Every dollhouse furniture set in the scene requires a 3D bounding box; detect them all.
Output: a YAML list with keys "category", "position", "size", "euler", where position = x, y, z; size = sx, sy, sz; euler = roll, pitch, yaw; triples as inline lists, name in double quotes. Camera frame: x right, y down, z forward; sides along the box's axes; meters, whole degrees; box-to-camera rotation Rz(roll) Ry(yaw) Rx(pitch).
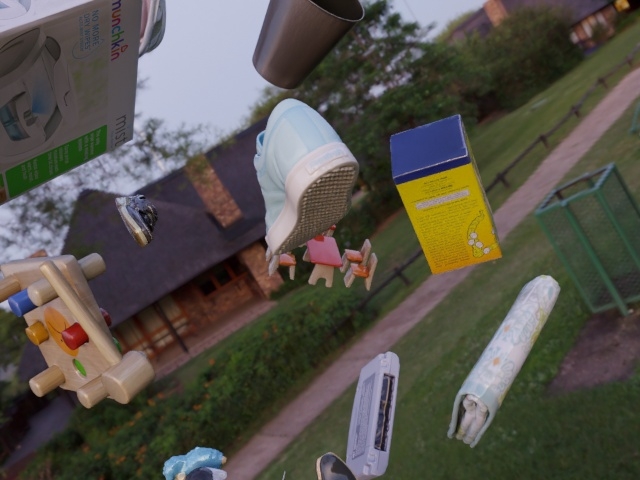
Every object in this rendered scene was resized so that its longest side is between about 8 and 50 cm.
- category: "dollhouse furniture set"
  position: [0.000, 0.000, 1.860]
  size: [0.262, 0.135, 0.259]
  euler: [9, 26, -14]

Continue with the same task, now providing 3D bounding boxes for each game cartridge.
- category: "game cartridge"
  position: [0.123, 0.435, 1.748]
  size: [0.196, 0.060, 0.294]
  euler: [131, 154, -59]

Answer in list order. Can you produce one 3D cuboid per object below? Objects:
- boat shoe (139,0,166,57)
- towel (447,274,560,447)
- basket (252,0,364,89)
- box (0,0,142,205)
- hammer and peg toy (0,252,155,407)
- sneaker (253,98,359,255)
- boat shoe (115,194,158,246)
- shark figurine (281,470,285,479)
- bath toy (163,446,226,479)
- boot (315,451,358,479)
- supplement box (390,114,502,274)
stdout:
- category: "boat shoe"
  position: [-0.280, -0.434, 1.061]
  size: [0.118, 0.320, 0.103]
  euler: [1, 22, -10]
- category: "towel"
  position: [0.395, 0.277, 1.598]
  size: [0.320, 0.090, 0.374]
  euler: [-55, -18, -23]
- category: "basket"
  position: [-0.046, -0.450, 1.538]
  size: [0.154, 0.204, 0.227]
  euler: [-46, -4, -47]
- category: "box"
  position: [-0.324, -0.181, 0.771]
  size: [0.231, 0.126, 0.262]
  euler: [-34, -16, -32]
- category: "hammer and peg toy"
  position: [-0.389, 0.136, 1.164]
  size: [0.361, 0.265, 0.127]
  euler: [-6, 20, 46]
- category: "sneaker"
  position: [-0.036, -0.096, 1.091]
  size: [0.135, 0.150, 0.366]
  euler: [-25, -13, -20]
- category: "boat shoe"
  position: [-0.263, -0.037, 1.047]
  size: [0.049, 0.056, 0.152]
  euler: [-27, 32, -13]
- category: "shark figurine"
  position: [-0.214, 0.682, 1.820]
  size: [0.278, 0.166, 0.116]
  euler: [-5, -45, -14]
- category: "bath toy"
  position: [-0.259, 0.559, 1.413]
  size: [0.348, 0.129, 0.151]
  euler: [-111, 37, -67]
- category: "boot"
  position: [0.069, 0.497, 1.386]
  size: [0.077, 0.197, 0.137]
  euler: [-28, -12, -22]
- category: "supplement box"
  position: [0.333, -0.115, 1.900]
  size: [0.195, 0.356, 0.194]
  euler: [-16, 39, 16]
